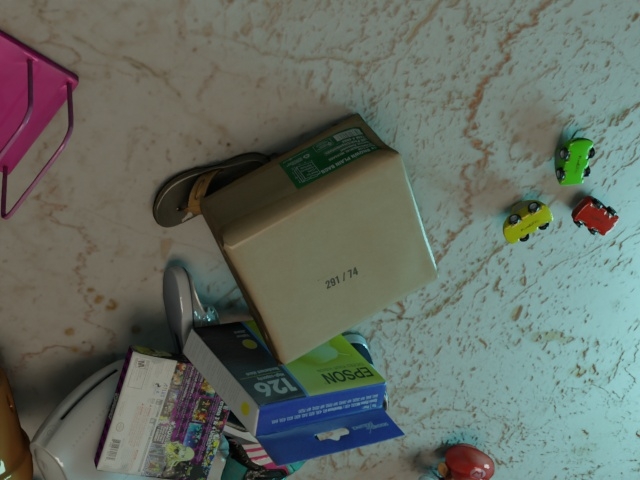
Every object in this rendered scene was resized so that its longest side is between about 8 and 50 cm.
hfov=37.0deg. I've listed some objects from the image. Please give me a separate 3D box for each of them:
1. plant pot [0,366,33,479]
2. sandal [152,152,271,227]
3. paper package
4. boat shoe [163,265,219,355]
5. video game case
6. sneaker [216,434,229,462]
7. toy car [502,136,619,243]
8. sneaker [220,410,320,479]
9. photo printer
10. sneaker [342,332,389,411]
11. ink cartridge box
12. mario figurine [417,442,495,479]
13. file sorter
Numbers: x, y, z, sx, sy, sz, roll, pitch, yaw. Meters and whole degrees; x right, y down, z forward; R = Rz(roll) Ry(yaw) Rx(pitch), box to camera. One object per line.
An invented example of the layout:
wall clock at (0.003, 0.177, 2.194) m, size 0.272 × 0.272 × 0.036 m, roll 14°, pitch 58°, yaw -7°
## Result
plant pot at (-0.652, 0.330, 1.673) m, size 0.291 × 0.291 × 0.203 m, roll 1°, pitch 109°, yaw -17°
sandal at (-0.180, -0.079, 1.610) m, size 0.219 × 0.060 × 0.090 m, roll -19°, pitch 130°, yaw -1°
paper package at (0.000, 0.000, 1.617) m, size 0.325 × 0.168 × 0.309 m, roll -28°, pitch 131°, yaw -8°
boat shoe at (-0.228, 0.154, 1.757) m, size 0.084 × 0.095 × 0.258 m, roll -19°, pitch 123°, yaw -25°
video game case at (-0.273, 0.316, 1.716) m, size 0.210 × 0.042 × 0.232 m, roll 14°, pitch 100°, yaw -24°
sneaker at (-0.163, 0.462, 2.036) m, size 0.152 × 0.061 × 0.054 m, roll 21°, pitch 117°, yaw -30°
toy car at (0.458, -0.102, 1.782) m, size 0.239 × 0.053 × 0.225 m, roll -6°, pitch 128°, yaw -13°
sneaker at (-0.160, 0.415, 1.894) m, size 0.295 × 0.124 × 0.178 m, roll 28°, pitch 106°, yaw -32°
photo printer at (-0.408, 0.392, 1.807) m, size 0.256 × 0.107 × 0.307 m, roll -44°, pitch 141°, yaw -37°
sneaker at (0.090, 0.336, 1.949) m, size 0.099 × 0.153 × 0.282 m, roll -17°, pitch 130°, yaw -2°
ink cartridge box at (-0.038, 0.247, 1.685) m, size 0.303 × 0.307 × 0.072 m, roll -3°, pitch 122°, yaw -43°
mario figurine at (0.302, 0.609, 2.208) m, size 0.198 × 0.170 × 0.320 m, roll -24°, pitch 149°, yaw -44°
file sorter at (-0.518, -0.190, 1.347) m, size 0.290 × 0.182 × 0.202 m, roll 30°, pitch 114°, yaw -33°
